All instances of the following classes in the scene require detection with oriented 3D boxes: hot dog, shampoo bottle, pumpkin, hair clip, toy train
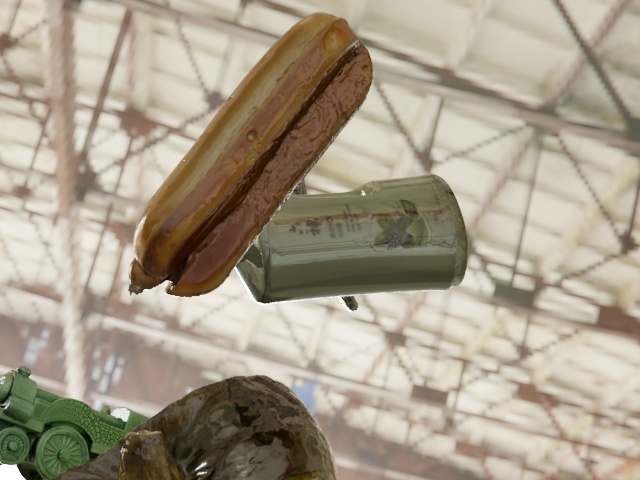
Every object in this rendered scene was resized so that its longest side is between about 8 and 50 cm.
[{"bbox_3d":[-0.051,-0.054,1.097,0.062,0.236,0.092,30,-17,34],"label":"hot dog"},{"bbox_3d":[0.000,0.000,1.409,0.234,0.118,0.087,-4,-47,-16],"label":"shampoo bottle"},{"bbox_3d":[-0.137,0.248,1.483,0.317,0.139,0.222,-29,-33,-3],"label":"pumpkin"},{"bbox_3d":[-0.007,-0.017,1.867,0.036,0.229,0.066,-23,-28,8],"label":"hair clip"},{"bbox_3d":[-0.260,0.194,1.628,0.178,0.104,0.071,26,-19,-28],"label":"toy train"}]
